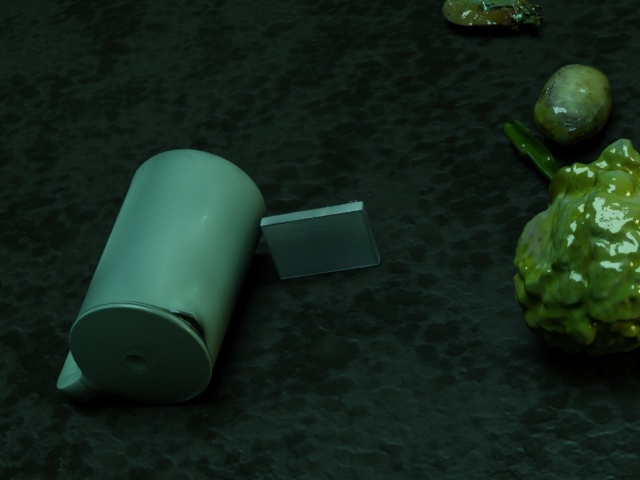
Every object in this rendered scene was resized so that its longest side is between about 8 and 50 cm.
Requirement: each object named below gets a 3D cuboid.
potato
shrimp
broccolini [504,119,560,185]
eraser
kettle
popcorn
[{"bbox_3d":[0.375,-0.199,1.987,0.107,0.080,0.170,24,48,4],"label":"potato"},{"bbox_3d":[0.295,-0.388,2.290,0.115,0.051,0.217,-42,43,-18],"label":"shrimp"},{"bbox_3d":[0.371,-0.078,1.869,0.079,0.074,0.392,-58,32,19],"label":"broccolini"},{"bbox_3d":[0.000,0.000,1.892,0.150,0.104,0.023,-9,37,14],"label":"eraser"},{"bbox_3d":[-0.232,0.053,1.855,0.265,0.205,0.318,-3,43,16],"label":"kettle"},{"bbox_3d":[0.354,0.022,1.620,0.259,0.212,0.259,-52,17,23],"label":"popcorn"}]
